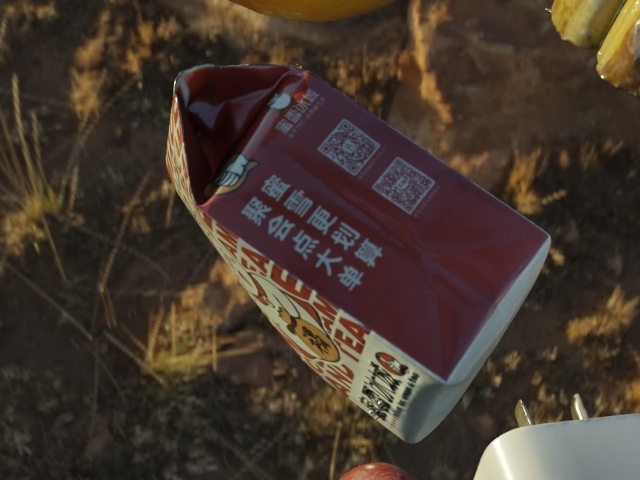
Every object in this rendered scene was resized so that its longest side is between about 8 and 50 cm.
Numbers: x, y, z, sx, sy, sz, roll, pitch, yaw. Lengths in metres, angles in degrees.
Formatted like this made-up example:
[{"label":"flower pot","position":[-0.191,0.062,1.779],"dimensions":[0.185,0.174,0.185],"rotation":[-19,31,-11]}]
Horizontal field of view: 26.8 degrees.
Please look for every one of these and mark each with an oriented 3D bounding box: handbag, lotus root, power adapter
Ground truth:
[{"label":"handbag","position":[0.000,0.000,0.990],"dimensions":[0.298,0.171,0.151],"rotation":[34,68,10]},{"label":"lotus root","position":[0.427,-0.299,1.610],"dimensions":[0.316,0.250,0.316],"rotation":[7,40,-6]},{"label":"power adapter","position":[0.246,0.245,1.218],"dimensions":[0.187,0.124,0.255],"rotation":[-3,47,-14]}]

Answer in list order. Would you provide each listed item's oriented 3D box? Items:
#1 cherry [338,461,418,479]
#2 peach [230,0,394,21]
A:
[{"label":"cherry","position":[0.050,0.242,1.044],"dimensions":[0.090,0.225,0.107],"rotation":[-39,64,-21]},{"label":"peach","position":[0.002,-0.316,1.059],"dimensions":[0.308,0.289,0.289],"rotation":[-22,61,-33]}]
